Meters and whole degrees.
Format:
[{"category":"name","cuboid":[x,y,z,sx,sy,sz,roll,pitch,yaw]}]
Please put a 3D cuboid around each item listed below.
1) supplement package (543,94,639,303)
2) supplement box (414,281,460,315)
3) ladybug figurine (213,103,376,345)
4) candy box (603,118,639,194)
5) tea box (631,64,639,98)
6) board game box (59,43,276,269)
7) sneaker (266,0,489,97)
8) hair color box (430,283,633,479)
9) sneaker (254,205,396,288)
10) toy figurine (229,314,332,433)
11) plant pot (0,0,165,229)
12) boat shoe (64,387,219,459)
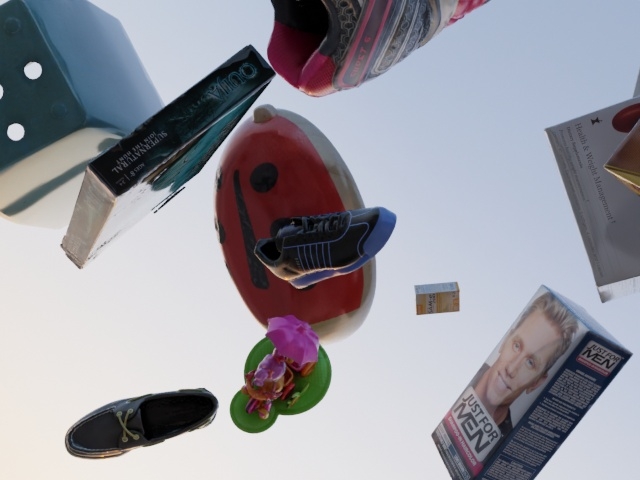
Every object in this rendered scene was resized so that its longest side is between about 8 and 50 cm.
[{"category":"supplement package","cuboid":[0.387,-0.055,0.844,0.203,0.149,0.194,-19,-107,18]},{"category":"supplement box","cuboid":[0.258,0.129,1.652,0.098,0.036,0.062,-6,-56,3]},{"category":"ladybug figurine","cuboid":[-0.063,-0.006,1.274,0.305,0.162,0.450,1,-66,41]},{"category":"candy box","cuboid":[0.323,-0.057,0.571,0.109,0.053,0.187,-55,-148,10]},{"category":"tea box","cuboid":[0.670,-0.235,1.103,0.323,0.220,0.329,17,-85,49]},{"category":"board game box","cuboid":[-0.109,-0.046,0.493,0.026,0.126,0.186,48,-26,-5]},{"category":"sneaker","cuboid":[-0.014,-0.182,0.289,0.121,0.112,0.299,46,-8,46]},{"category":"hair color box","cuboid":[0.342,0.265,1.255,0.105,0.174,0.347,28,-76,-20]},{"category":"sneaker","cuboid":[0.000,0.000,1.046,0.090,0.081,0.232,35,-42,-26]},{"category":"toy figurine","cuboid":[-0.059,0.170,1.019,0.130,0.173,0.159,38,-24,17]},{"category":"plant pot","cuboid":[-0.239,-0.112,0.652,0.166,0.165,0.234,62,0,-4]},{"category":"boat shoe","cuboid":[-0.262,0.264,1.098,0.069,0.227,0.081,126,-51,-66]}]
